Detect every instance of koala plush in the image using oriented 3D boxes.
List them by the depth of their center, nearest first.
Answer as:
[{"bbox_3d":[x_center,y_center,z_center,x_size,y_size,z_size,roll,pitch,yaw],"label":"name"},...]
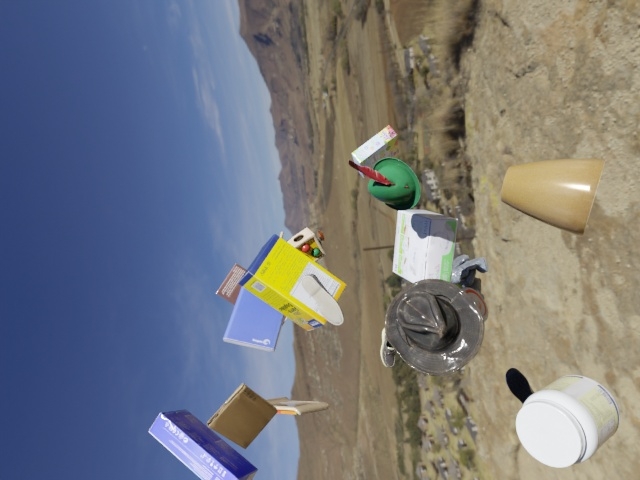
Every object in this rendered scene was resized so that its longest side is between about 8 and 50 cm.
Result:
[{"bbox_3d":[0.759,0.217,2.198,0.221,0.203,0.196,65,164,-14],"label":"koala plush"}]

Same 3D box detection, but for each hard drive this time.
[{"bbox_3d":[-0.252,0.289,1.766,0.040,0.210,0.318,96,-173,-55],"label":"hard drive"}]

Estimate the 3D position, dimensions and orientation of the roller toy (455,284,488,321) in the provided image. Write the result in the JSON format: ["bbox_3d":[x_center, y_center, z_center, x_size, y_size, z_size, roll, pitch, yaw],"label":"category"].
[{"bbox_3d":[0.703,0.340,2.067,0.146,0.191,0.209,-46,19,41],"label":"roller toy"}]

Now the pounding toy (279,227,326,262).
[{"bbox_3d":[-0.108,0.041,1.831,0.094,0.206,0.181,42,164,56],"label":"pounding toy"}]

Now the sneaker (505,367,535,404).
[{"bbox_3d":[0.866,0.646,1.817,0.234,0.084,0.097,57,-170,3],"label":"sneaker"}]

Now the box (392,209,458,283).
[{"bbox_3d":[0.390,0.025,1.616,0.231,0.127,0.262,-151,61,-66],"label":"box"}]

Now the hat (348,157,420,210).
[{"bbox_3d":[0.174,-0.147,1.290,0.208,0.183,0.173,46,139,9],"label":"hat"}]

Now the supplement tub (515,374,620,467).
[{"bbox_3d":[0.841,0.609,1.446,0.235,0.325,0.235,4,95,51],"label":"supplement tub"}]

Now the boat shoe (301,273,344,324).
[{"bbox_3d":[0.017,0.199,1.470,0.206,0.075,0.065,51,-157,2],"label":"boat shoe"}]

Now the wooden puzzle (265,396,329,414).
[{"bbox_3d":[-0.117,0.694,1.764,0.221,0.239,0.044,19,-111,-53],"label":"wooden puzzle"}]

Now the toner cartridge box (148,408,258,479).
[{"bbox_3d":[-0.388,0.699,1.411,0.075,0.348,0.165,-58,-22,-9],"label":"toner cartridge box"}]

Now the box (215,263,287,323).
[{"bbox_3d":[-0.332,0.302,2.230,0.191,0.381,0.143,-57,-3,-11],"label":"box"}]

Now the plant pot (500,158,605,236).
[{"bbox_3d":[0.712,-0.155,1.326,0.237,0.254,0.237,-34,-48,-49],"label":"plant pot"}]

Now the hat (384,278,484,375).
[{"bbox_3d":[0.341,0.248,1.340,0.134,0.331,0.331,47,-153,-50],"label":"hat"}]

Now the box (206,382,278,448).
[{"bbox_3d":[-0.250,0.577,1.384,0.021,0.164,0.201,27,158,49],"label":"box"}]

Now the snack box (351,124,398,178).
[{"bbox_3d":[0.251,-0.396,1.917,0.070,0.207,0.174,54,-178,20],"label":"snack box"}]

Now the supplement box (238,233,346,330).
[{"bbox_3d":[-0.114,0.175,1.693,0.194,0.356,0.195,-58,9,-28],"label":"supplement box"}]

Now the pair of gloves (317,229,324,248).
[{"bbox_3d":[0.000,0.000,1.972,0.074,0.010,0.083,57,-143,-49],"label":"pair of gloves"}]

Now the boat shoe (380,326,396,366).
[{"bbox_3d":[0.256,0.399,1.575,0.049,0.056,0.152,176,89,-72],"label":"boat shoe"}]
